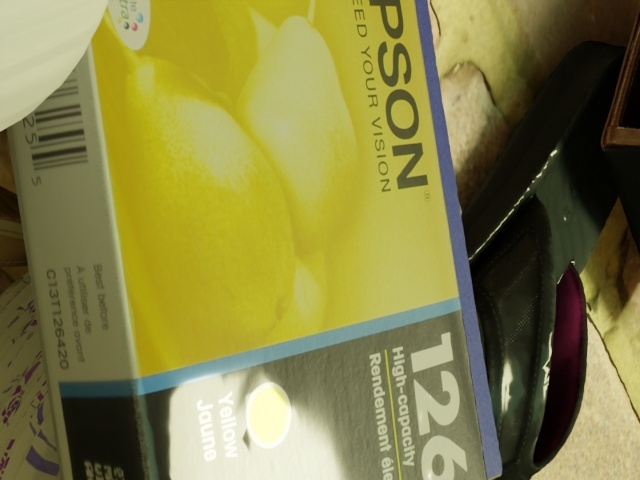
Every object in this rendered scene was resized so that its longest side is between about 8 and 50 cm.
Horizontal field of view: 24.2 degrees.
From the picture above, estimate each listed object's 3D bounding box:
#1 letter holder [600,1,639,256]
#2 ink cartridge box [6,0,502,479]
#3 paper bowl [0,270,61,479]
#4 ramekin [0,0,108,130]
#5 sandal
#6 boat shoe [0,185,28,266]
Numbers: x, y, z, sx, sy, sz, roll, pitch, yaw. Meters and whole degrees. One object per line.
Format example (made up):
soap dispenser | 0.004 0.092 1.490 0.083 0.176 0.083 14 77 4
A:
letter holder | 0.339 -0.072 1.151 0.302 0.152 0.214 56 46 -52
ink cartridge box | 0.000 0.000 0.693 0.307 0.072 0.304 -11 93 -47
paper bowl | -0.098 0.128 0.786 0.284 0.148 0.284 -21 119 -43
ramekin | -0.193 -0.136 0.486 0.135 0.277 0.277 -29 125 -48
sandal | 0.144 0.054 1.049 0.446 0.107 0.167 -61 146 -14
boat shoe | -0.197 -0.003 0.697 0.170 0.063 0.059 11 108 -49
